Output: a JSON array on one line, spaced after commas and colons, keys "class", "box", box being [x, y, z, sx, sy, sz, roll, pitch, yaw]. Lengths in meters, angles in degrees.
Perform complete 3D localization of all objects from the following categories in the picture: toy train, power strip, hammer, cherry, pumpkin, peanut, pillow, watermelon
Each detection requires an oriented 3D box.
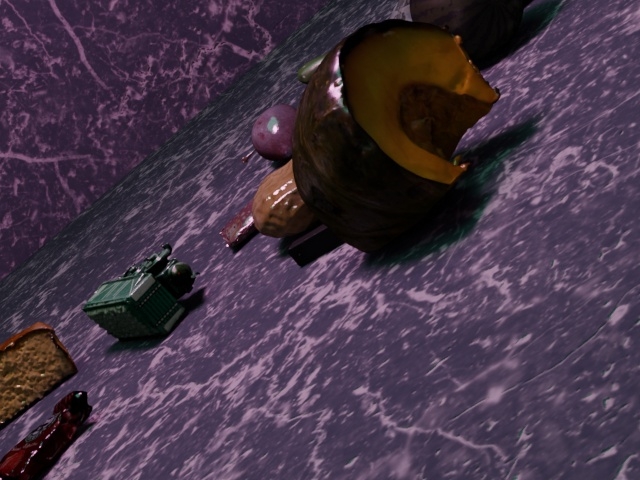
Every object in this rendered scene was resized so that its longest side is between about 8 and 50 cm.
[{"class": "toy train", "box": [-0.317, 0.101, 2.063, 0.269, 0.115, 0.154, -12, 40, 57]}, {"class": "power strip", "box": [0.000, 0.000, 1.764, 0.111, 0.038, 0.029, -29, 18, 29]}, {"class": "hammer", "box": [0.101, -0.395, 2.368, 0.335, 0.119, 0.206, -20, 26, 23]}, {"class": "cherry", "box": [-0.109, -0.208, 2.459, 0.188, 0.115, 0.148, -43, 54, 14]}, {"class": "pumpkin", "box": [0.088, -0.156, 1.598, 0.303, 0.256, 0.225, -53, -2, -44]}, {"class": "peanut", "box": [-0.014, -0.092, 1.912, 0.233, 0.110, 0.197, -37, 16, 13]}, {"class": "pillow", "box": [-0.115, -0.057, 2.161, 0.185, 0.043, 0.118, -43, 23, -2]}, {"class": "watermelon", "box": [0.262, -0.427, 2.035, 0.212, 0.212, 0.212, -35, 17, 12]}]

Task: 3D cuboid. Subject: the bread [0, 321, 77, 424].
[{"class": "bread", "box": [-0.591, 0.254, 2.213, 0.260, 0.129, 0.134, -34, 16, 10]}]

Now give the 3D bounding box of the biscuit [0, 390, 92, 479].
[{"class": "biscuit", "box": [-0.467, 0.337, 1.827, 0.151, 0.063, 0.235, -18, 23, 49]}]
